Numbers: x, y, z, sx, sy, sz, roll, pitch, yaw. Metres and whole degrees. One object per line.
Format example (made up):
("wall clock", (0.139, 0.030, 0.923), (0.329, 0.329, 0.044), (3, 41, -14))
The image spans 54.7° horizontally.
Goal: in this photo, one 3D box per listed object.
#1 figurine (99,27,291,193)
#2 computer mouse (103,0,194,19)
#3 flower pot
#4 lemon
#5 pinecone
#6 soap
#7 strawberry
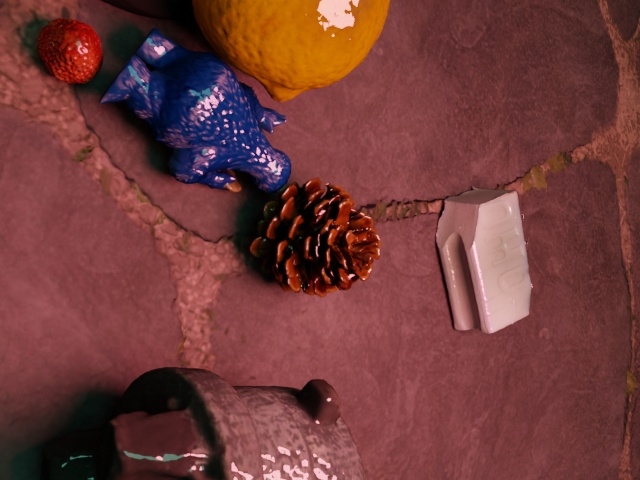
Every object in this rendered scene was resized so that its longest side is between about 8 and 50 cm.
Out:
("figurine", (-0.128, -0.145, 0.757), (0.262, 0.121, 0.164), (25, 69, -34))
("computer mouse", (-0.244, -0.351, 0.709), (0.269, 0.086, 0.137), (14, 78, -33))
("flower pot", (-0.114, 0.273, 0.632), (0.283, 0.299, 0.299), (14, 79, -38))
("lemon", (-0.034, -0.312, 0.726), (0.267, 0.267, 0.267), (3, 85, -36))
("pinecone", (0.000, 0.000, 0.815), (0.173, 0.173, 0.173), (3, 85, -36))
("soap", (0.283, 0.026, 1.061), (0.145, 0.091, 0.230), (-18, 99, -35))
("strawberry", (-0.271, -0.210, 0.684), (0.073, 0.083, 0.073), (-6, 99, -39))
